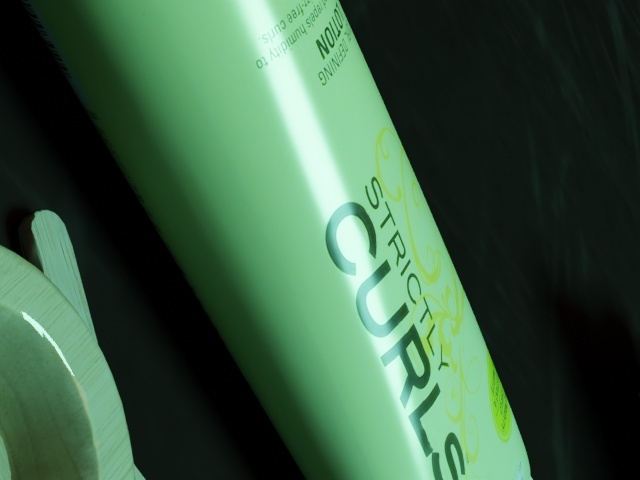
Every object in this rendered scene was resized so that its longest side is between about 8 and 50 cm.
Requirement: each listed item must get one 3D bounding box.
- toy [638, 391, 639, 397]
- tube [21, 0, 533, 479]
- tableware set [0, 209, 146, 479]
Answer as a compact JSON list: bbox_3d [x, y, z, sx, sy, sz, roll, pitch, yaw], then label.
[{"bbox_3d":[0.183,0.134,0.568,0.237,0.056,0.137,56,-2,16],"label":"toy"},{"bbox_3d":[0.000,0.000,0.393,0.070,0.062,0.240,-36,117,-18],"label":"tube"},{"bbox_3d":[-0.041,0.086,0.287,0.128,0.039,0.194,-15,87,-61],"label":"tableware set"}]
